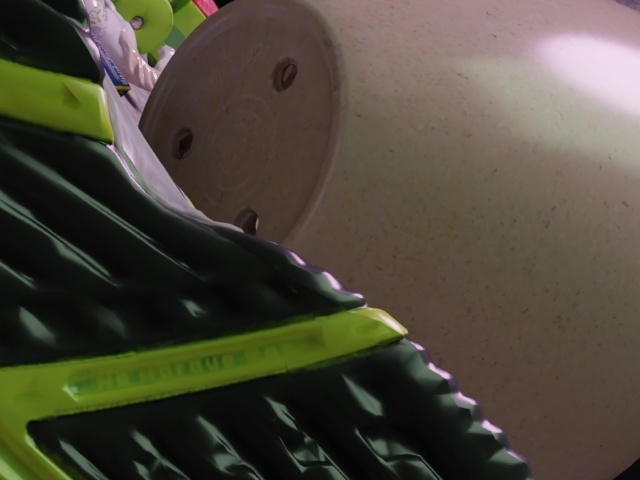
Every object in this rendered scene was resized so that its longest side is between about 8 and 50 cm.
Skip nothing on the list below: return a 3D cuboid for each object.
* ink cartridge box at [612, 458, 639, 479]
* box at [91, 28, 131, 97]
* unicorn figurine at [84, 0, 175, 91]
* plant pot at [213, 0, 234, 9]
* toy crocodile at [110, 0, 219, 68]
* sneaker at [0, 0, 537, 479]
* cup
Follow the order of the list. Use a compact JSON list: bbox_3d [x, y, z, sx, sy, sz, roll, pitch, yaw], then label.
[{"bbox_3d":[0.179,0.178,1.001,0.208,0.045,0.206,19,-40,34],"label":"ink cartridge box"},{"bbox_3d":[-0.145,-0.081,0.732,0.054,0.059,0.169,53,5,-2],"label":"box"},{"bbox_3d":[-0.168,-0.171,1.167,0.162,0.060,0.111,16,36,-55],"label":"unicorn figurine"},{"bbox_3d":[-0.150,-0.312,1.626,0.234,0.165,0.166,48,1,31],"label":"plant pot"},{"bbox_3d":[-0.127,-0.190,1.331,0.340,0.105,0.115,50,7,-46],"label":"toy crocodile"},{"bbox_3d":[-0.107,0.002,0.360,0.385,0.145,0.147,52,-25,-4],"label":"sneaker"},{"bbox_3d":[0.033,-0.020,0.831,0.237,0.331,0.331,18,30,-42],"label":"cup"}]
